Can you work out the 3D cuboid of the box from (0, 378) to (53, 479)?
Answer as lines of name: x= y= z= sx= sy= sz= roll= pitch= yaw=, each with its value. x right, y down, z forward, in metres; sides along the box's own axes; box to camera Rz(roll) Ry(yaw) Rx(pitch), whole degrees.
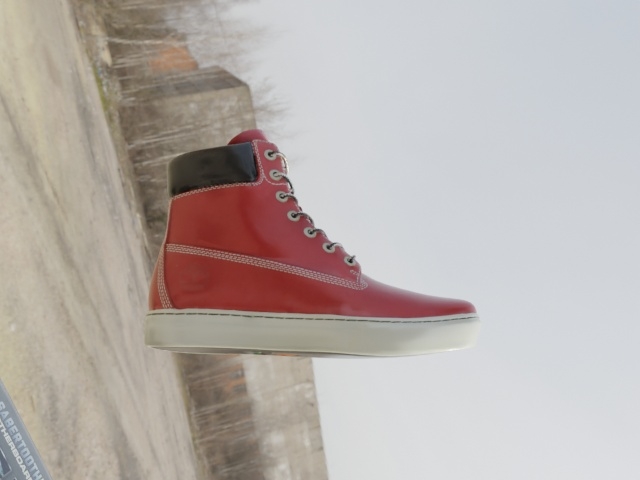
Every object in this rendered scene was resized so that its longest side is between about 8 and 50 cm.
box: x=-0.240 y=0.176 z=0.351 sx=0.232 sy=0.059 sz=0.183 roll=63 pitch=1 yaw=-1

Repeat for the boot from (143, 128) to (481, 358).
boot: x=0.000 y=0.000 z=0.431 sx=0.088 sy=0.244 sz=0.176 roll=104 pitch=-10 yaw=-74
